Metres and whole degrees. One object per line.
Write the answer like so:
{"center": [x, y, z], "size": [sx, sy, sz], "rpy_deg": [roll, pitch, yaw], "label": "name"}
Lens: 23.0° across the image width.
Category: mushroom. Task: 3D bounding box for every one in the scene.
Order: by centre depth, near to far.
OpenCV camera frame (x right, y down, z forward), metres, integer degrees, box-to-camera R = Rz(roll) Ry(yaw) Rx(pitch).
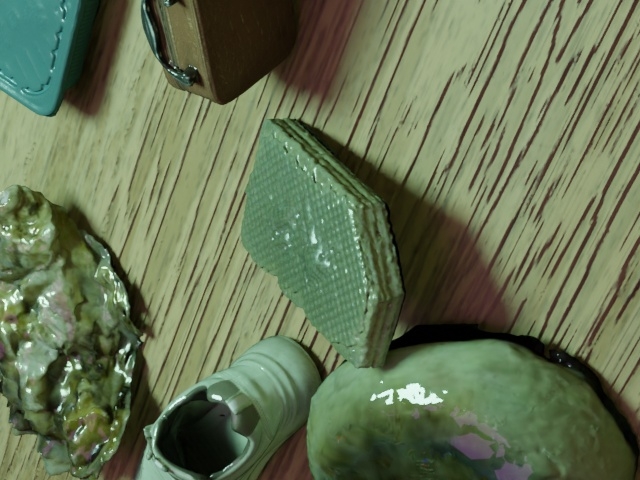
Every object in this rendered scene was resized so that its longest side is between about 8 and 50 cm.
{"center": [0.121, 0.206, 1.508], "size": [0.344, 0.130, 0.247], "rpy_deg": [9, 106, 35], "label": "mushroom"}

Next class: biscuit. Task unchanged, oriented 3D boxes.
{"center": [0.000, 0.000, 1.520], "size": [0.252, 0.052, 0.150], "rpy_deg": [46, 131, 45], "label": "biscuit"}

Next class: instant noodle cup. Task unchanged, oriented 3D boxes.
{"center": [-0.311, -0.242, 1.720], "size": [0.157, 0.070, 0.179], "rpy_deg": [34, 122, 22], "label": "instant noodle cup"}

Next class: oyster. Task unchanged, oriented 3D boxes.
{"center": [-0.319, 0.104, 1.813], "size": [0.238, 0.115, 0.351], "rpy_deg": [4, 108, 36], "label": "oyster"}

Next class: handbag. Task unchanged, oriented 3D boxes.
{"center": [-0.098, -0.228, 1.485], "size": [0.072, 0.151, 0.193], "rpy_deg": [24, 145, 28], "label": "handbag"}

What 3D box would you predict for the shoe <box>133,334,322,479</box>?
{"center": [-0.135, 0.226, 1.691], "size": [0.124, 0.159, 0.316], "rpy_deg": [50, 125, 11], "label": "shoe"}
